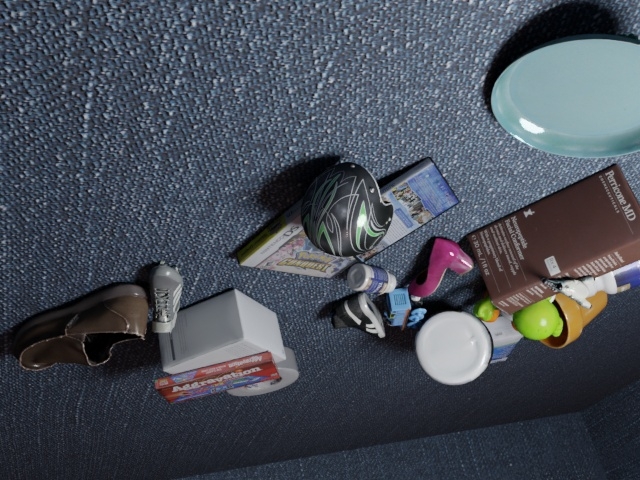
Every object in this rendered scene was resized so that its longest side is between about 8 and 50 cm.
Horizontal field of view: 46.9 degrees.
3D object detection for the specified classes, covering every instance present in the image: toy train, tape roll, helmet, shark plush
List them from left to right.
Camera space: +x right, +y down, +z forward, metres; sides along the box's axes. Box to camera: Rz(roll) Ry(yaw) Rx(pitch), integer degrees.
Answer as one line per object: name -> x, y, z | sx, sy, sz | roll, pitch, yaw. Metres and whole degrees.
tape roll -> -0.176, 0.388, 2.180 | 0.219, 0.072, 0.219 | -13, 153, -7
helmet -> 0.043, -0.055, 1.363 | 0.169, 0.169, 0.161 | -26, 153, 19
toy train -> 0.226, 0.187, 2.010 | 0.105, 0.080, 0.184 | -4, 154, -2
shark plush -> 0.550, 0.116, 1.657 | 0.161, 0.073, 0.067 | 2, 179, -37

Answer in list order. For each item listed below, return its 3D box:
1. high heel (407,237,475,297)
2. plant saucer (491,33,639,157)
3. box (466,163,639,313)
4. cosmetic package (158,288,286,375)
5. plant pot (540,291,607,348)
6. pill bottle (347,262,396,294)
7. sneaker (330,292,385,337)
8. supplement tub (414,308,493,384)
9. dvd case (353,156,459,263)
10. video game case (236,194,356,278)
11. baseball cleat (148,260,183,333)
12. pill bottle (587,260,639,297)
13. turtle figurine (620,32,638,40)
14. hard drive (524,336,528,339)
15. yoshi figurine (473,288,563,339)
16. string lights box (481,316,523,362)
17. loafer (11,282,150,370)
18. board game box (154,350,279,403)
high heel -> 0.264, 0.066, 1.830 | 0.117, 0.082, 0.244 | 35, 150, -14
plant saucer -> 0.450, -0.242, 1.237 | 0.318, 0.043, 0.317 | 11, 156, 5
box -> 0.556, 0.006, 1.710 | 0.381, 0.191, 0.143 | -27, 150, 21
cosmetic package -> -0.239, 0.243, 1.804 | 0.225, 0.138, 0.224 | -21, 152, 15
plant pot -> 0.713, 0.181, 2.135 | 0.188, 0.205, 0.205 | -22, 156, -20
pill bottle -> 0.127, 0.096, 1.793 | 0.120, 0.067, 0.067 | 14, 141, -43
sneaker -> 0.093, 0.212, 1.994 | 0.121, 0.079, 0.217 | -18, 145, 12
supplement tub -> 0.391, 0.305, 2.123 | 0.207, 0.207, 0.338 | -21, 167, 12
dvd case -> 0.150, -0.055, 1.516 | 0.253, 0.022, 0.180 | -33, 146, 11
video game case -> 0.000, 0.000, 1.584 | 0.275, 0.035, 0.248 | 12, 142, -41
baseball cleat -> -0.331, 0.135, 1.586 | 0.072, 0.109, 0.206 | 2, 148, -3
pill bottle -> 0.807, 0.054, 1.968 | 0.265, 0.153, 0.153 | -20, 152, 10
turtle figurine -> 0.576, -0.283, 1.274 | 0.234, 0.118, 0.175 | 9, 144, -28
hard drive -> 0.752, 0.245, 2.403 | 0.172, 0.054, 0.254 | -13, 153, -3
yoshi figurine -> 0.530, 0.189, 1.945 | 0.204, 0.203, 0.362 | -32, 169, -9
string lights box -> 0.577, 0.339, 2.466 | 0.133, 0.076, 0.259 | -10, 152, -9
loafer -> -0.528, 0.214, 1.611 | 0.366, 0.130, 0.134 | -27, 150, 21
board game box -> -0.247, 0.337, 1.800 | 0.281, 0.027, 0.145 | -14, 152, -2
